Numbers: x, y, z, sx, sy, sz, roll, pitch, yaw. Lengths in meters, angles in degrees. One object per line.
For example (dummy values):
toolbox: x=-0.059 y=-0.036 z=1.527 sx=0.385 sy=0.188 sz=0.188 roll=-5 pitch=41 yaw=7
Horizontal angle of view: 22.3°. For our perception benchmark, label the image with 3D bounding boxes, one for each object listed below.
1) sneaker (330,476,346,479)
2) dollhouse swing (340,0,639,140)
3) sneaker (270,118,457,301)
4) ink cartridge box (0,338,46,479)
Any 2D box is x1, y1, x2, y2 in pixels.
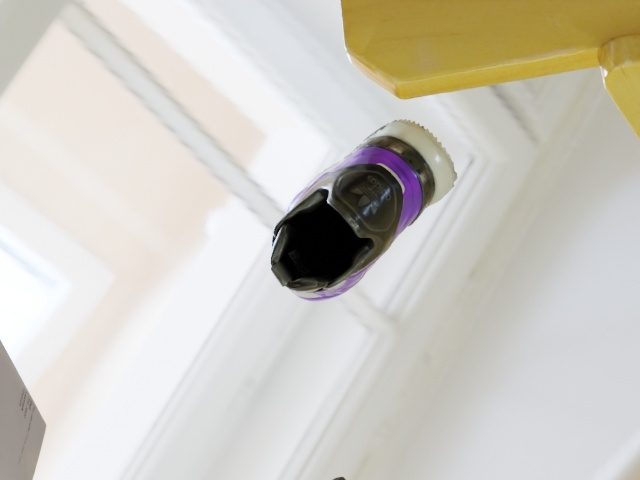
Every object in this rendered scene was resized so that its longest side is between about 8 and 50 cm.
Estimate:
sneaker: x=-0.050 y=0.208 z=0.672 sx=0.098 sy=0.135 sz=0.276 roll=-4 pitch=152 yaw=-38
dollhouse swing: x=0.210 y=-0.218 z=1.370 sx=0.305 sy=0.346 sz=0.315 roll=-17 pitch=151 yaw=21
sneaker: x=0.000 y=-0.001 z=1.480 sx=0.102 sy=0.146 sz=0.293 roll=46 pitch=148 yaw=3
ink cartridge box: x=-0.384 y=0.125 z=1.408 sx=0.201 sy=0.117 sz=0.278 roll=-6 pitch=133 yaw=12
